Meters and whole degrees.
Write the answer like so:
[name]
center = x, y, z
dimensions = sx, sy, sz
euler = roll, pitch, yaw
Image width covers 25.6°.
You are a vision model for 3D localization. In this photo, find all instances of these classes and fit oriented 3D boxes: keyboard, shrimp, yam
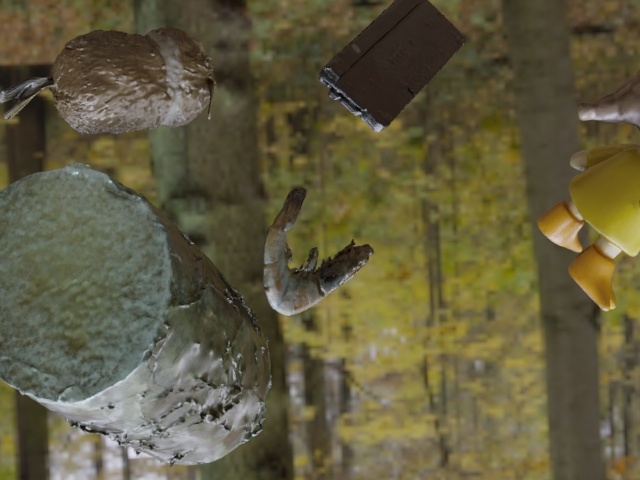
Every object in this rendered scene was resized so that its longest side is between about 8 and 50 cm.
[keyboard]
center = 0.053, -0.129, 0.984
dimensions = 0.018, 0.060, 0.195
euler = -45, -178, 34
[shrimp]
center = -0.003, -0.001, 1.687
dimensions = 0.035, 0.148, 0.195
euler = 7, -155, 41
[yam]
center = -0.195, 0.095, 1.475
dimensions = 0.241, 0.241, 0.348
euler = -1, 156, 22

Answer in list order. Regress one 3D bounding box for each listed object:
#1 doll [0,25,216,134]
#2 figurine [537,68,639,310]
[doll]
center = -0.212, -0.162, 1.424
dimensions = 0.221, 0.105, 0.115
euler = -2, -153, -22
[figurine]
center = 0.383, -0.091, 1.521
dimensions = 0.187, 0.344, 0.215
euler = 3, -138, -51
